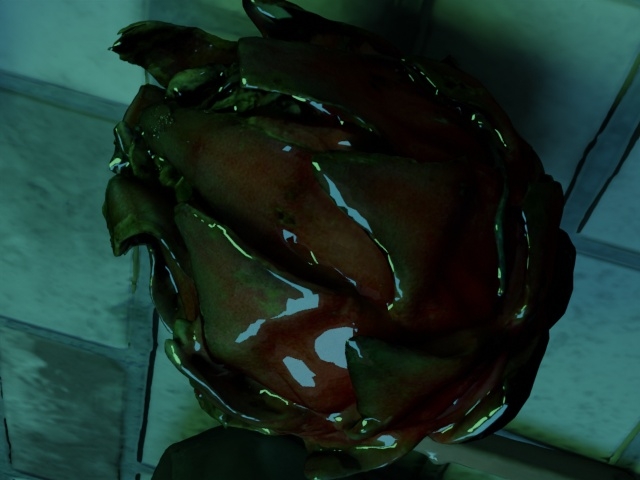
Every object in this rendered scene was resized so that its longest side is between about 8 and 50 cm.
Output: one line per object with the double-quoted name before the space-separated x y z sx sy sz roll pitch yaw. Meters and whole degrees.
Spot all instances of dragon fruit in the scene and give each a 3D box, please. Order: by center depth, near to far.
"dragon fruit" 0.008 0.002 0.500 0.188 0.182 0.182 -5 154 -29

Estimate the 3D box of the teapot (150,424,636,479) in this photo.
"teapot" 0.050 0.247 0.796 0.343 0.253 0.300 16 114 -12
